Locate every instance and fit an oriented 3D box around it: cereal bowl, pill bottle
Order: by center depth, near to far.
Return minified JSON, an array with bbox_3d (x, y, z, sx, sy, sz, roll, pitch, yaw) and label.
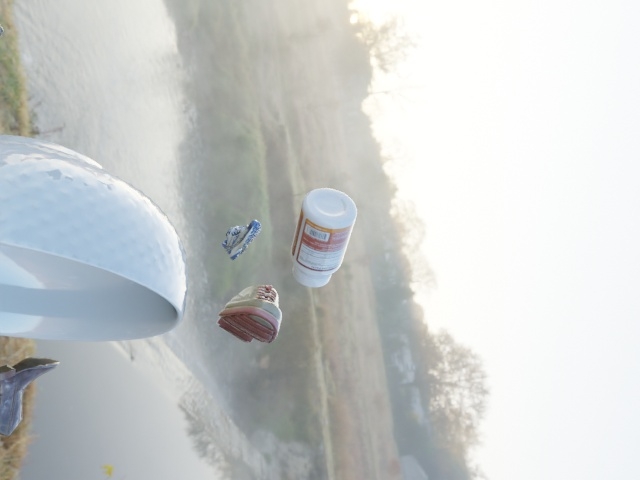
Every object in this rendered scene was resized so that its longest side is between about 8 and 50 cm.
[{"bbox_3d":[-0.295,-0.003,0.623,0.339,0.339,0.141,79,11,-67],"label":"cereal bowl"},{"bbox_3d":[0.000,0.000,1.402,0.121,0.121,0.216,-97,-164,-45],"label":"pill bottle"}]

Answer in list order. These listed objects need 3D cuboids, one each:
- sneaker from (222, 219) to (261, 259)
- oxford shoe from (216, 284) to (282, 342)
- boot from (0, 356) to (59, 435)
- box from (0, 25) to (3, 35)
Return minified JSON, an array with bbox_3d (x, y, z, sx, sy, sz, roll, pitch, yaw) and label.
[{"bbox_3d":[-0.184,-0.010,1.421,0.058,0.135,0.052,46,40,3],"label":"sneaker"},{"bbox_3d":[-0.147,0.145,1.387,0.130,0.123,0.348,-59,-167,-17],"label":"oxford shoe"},{"bbox_3d":[-0.469,0.246,0.997,0.106,0.037,0.114,-5,110,-47],"label":"boot"},{"bbox_3d":[-0.661,-0.345,1.074,0.093,0.158,0.156,106,-2,-68],"label":"box"}]
